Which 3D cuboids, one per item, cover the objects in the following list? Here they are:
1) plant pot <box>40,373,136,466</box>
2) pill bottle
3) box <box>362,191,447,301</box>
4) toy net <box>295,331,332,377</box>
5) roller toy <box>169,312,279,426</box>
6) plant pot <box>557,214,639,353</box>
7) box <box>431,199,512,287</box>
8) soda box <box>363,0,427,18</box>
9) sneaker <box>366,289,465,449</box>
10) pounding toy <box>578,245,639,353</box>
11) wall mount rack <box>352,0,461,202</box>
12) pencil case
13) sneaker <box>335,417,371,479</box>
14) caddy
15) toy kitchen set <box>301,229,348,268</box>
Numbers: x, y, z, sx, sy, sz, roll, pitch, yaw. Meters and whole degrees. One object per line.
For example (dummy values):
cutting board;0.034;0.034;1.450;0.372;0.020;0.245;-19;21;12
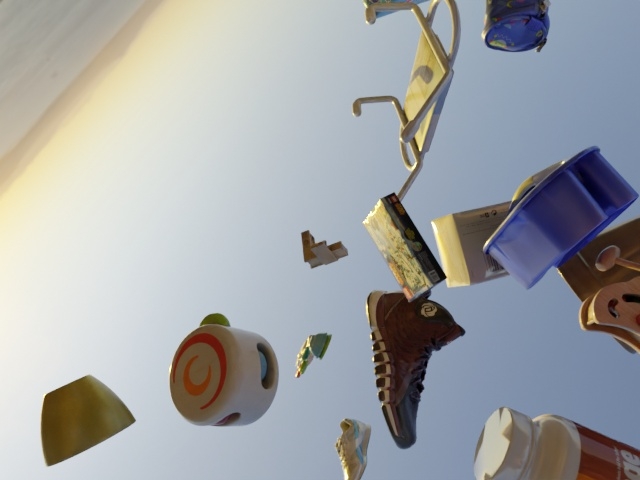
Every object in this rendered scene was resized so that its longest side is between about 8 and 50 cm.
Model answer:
plant pot;-0.356;0.256;0.872;0.134;0.095;0.134;-25;177;-2
pill bottle;0.292;0.272;0.666;0.121;0.216;0.121;-157;-90;-90
box;0.114;0.012;0.820;0.027;0.137;0.094;-26;168;-20
toy net;-0.028;0.298;1.490;0.232;0.045;0.122;119;-7;-70
roller toy;-0.185;0.268;1.154;0.191;0.146;0.209;29;-87;40
plant pot;0.796;0.076;1.478;0.280;0.323;0.323;-41;-154;22
box;0.397;0.010;1.465;0.181;0.181;0.119;-12;176;-18
soda box;0.171;-0.477;1.091;0.210;0.067;0.071;-32;-174;-32
sneaker;0.177;0.207;1.023;0.163;0.106;0.281;-12;-113;11
pounding toy;0.647;0.148;1.212;0.154;0.269;0.155;-35;163;-13
wall mount rack;0.134;-0.202;0.952;0.350;0.131;0.304;96;-15;-55
pencil case;0.394;-0.524;1.166;0.133;0.119;0.306;-11;-113;53
sneaker;0.087;0.629;1.740;0.228;0.092;0.087;-75;-170;-56
caddy;0.485;-0.053;1.249;0.241;0.179;0.341;-27;158;-28
toy kitchen set;0.000;0.000;1.175;0.083;0.068;0.075;-20;-127;17
